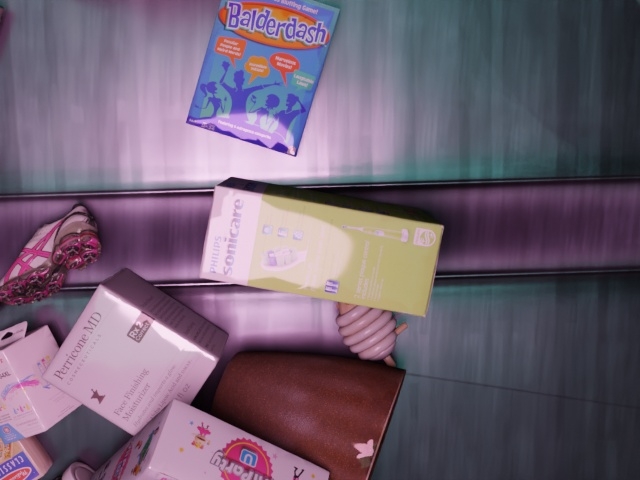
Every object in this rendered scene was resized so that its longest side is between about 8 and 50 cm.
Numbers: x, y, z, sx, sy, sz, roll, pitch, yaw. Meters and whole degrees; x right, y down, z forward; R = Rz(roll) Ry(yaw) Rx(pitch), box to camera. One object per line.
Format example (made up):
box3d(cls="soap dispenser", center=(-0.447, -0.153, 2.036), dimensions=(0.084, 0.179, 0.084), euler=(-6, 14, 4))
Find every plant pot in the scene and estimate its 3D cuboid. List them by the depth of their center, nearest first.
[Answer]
box3d(cls="plant pot", center=(-0.025, 0.241, 1.107), dimensions=(0.230, 0.215, 0.215), euler=(19, 97, 10))

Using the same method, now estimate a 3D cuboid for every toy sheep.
box3d(cls="toy sheep", center=(0.070, 0.124, 1.138), dimensions=(0.091, 0.091, 0.132), euler=(-36, 89, 3))

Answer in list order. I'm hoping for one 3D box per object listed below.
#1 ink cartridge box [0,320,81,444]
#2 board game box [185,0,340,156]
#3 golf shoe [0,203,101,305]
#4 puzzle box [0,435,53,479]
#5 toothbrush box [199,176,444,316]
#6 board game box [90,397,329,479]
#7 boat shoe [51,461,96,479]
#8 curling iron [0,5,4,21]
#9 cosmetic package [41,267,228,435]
box3d(cls="ink cartridge box", center=(-0.415, 0.192, 1.120), dimensions=(0.092, 0.090, 0.143), euler=(-22, 98, 28))
box3d(cls="board game box", center=(-0.079, -0.238, 1.107), dimensions=(0.160, 0.047, 0.210), euler=(16, 96, -3))
box3d(cls="golf shoe", center=(-0.386, 0.024, 1.134), dimensions=(0.186, 0.067, 0.086), euler=(-33, 55, 14))
box3d(cls="puzzle box", center=(-0.636, 0.328, 1.166), dimensions=(0.409, 0.052, 0.272), euler=(-32, 97, 3))
box3d(cls="toothbrush box", center=(0.000, 0.000, 1.060), dimensions=(0.283, 0.206, 0.122), euler=(11, 98, -3))
box3d(cls="board game box", center=(-0.163, 0.341, 1.031), dimensions=(0.224, 0.097, 0.303), euler=(30, 137, -16))
box3d(cls="boat shoe", center=(-0.287, 0.460, 1.166), dimensions=(0.091, 0.114, 0.302), euler=(-43, 84, 3))
box3d(cls="curling iron", center=(-0.477, -0.190, 1.110), dimensions=(0.068, 0.035, 0.274), euler=(18, 98, 3))
box3d(cls="cosmetic package", center=(-0.246, 0.156, 1.101), dimensions=(0.183, 0.151, 0.151), euler=(32, 94, -5))
